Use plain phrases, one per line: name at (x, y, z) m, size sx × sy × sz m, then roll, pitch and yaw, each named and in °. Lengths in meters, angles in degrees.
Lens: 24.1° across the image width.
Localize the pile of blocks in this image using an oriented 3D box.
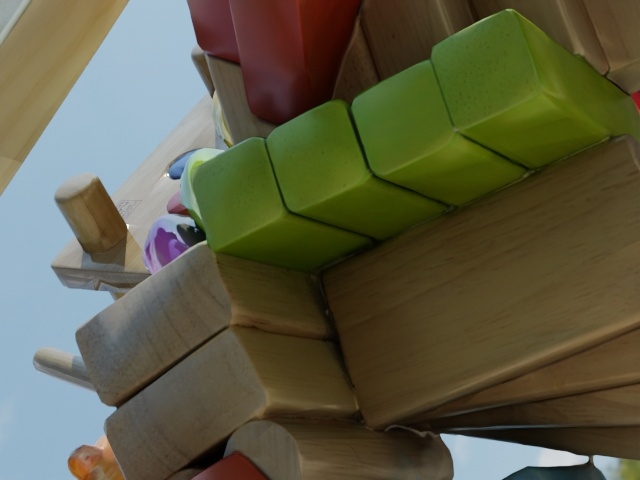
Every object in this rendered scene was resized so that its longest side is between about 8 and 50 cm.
pile of blocks at (0.010, 0.055, 0.332) m, size 0.112 × 0.149 × 0.362 m, roll 15°, pitch -102°, yaw -60°

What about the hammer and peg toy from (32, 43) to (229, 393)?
hammer and peg toy at (-0.074, -0.016, 1.082) m, size 0.361 × 0.266 × 0.127 m, roll -52°, pitch -51°, yaw -35°

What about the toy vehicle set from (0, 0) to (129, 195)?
toy vehicle set at (-0.196, -0.019, 0.628) m, size 0.035 × 0.166 × 0.267 m, roll 43°, pitch -111°, yaw -35°

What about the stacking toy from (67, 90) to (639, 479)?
stacking toy at (0.000, 0.000, 0.572) m, size 0.175 × 0.166 × 0.302 m, roll 30°, pitch -82°, yaw -31°
